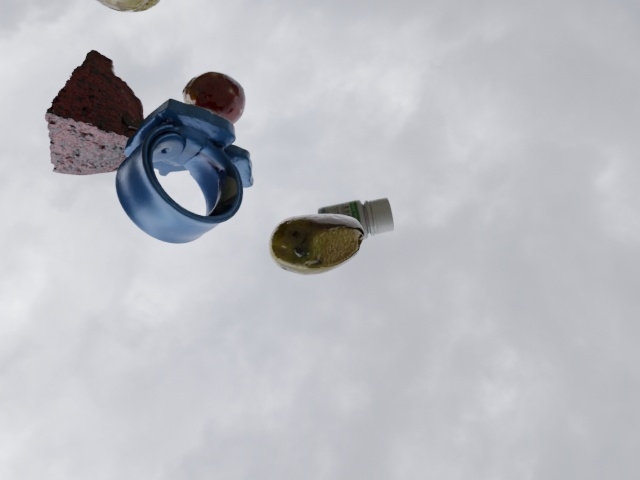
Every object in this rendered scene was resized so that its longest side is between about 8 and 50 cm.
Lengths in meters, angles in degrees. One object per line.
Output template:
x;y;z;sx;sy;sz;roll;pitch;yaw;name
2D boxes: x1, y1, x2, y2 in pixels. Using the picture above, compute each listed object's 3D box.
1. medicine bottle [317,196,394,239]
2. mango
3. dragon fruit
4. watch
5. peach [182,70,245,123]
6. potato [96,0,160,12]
0.115;-0.063;1.396;0.237;0.139;0.139;-10;-105;4;medicine bottle
0.000;0.000;0.975;0.262;0.167;0.129;-10;-70;-37;mango
-0.599;-0.361;1.120;0.303;0.240;0.329;-2;-101;5;dragon fruit
-0.282;-0.125;0.951;0.241;0.305;0.274;-29;-128;37;watch
-0.332;-0.455;1.369;0.198;0.197;0.197;0;-105;-1;peach
-0.289;-0.368;0.545;0.170;0.080;0.107;43;-132;-14;potato
